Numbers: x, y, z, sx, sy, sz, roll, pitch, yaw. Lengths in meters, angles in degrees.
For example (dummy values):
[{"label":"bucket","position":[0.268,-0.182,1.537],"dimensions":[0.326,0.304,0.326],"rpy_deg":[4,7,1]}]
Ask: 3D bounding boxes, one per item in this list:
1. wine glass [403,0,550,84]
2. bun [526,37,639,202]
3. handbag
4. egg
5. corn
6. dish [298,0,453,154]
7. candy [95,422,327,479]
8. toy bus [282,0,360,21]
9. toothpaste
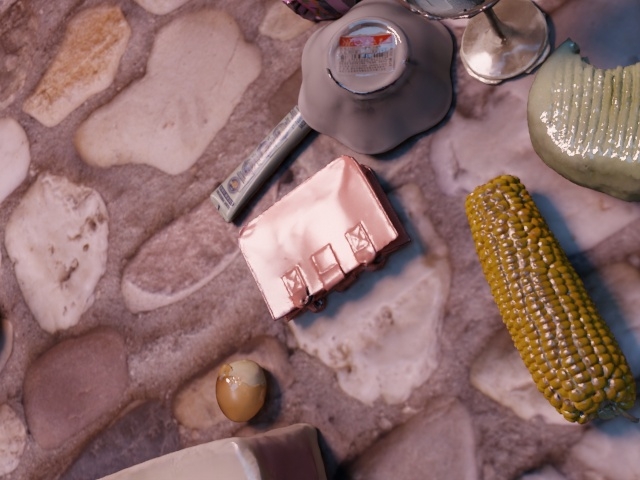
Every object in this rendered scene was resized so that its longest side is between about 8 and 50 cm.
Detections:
[{"label":"wine glass","position":[0.190,-0.277,0.776],"dimensions":[0.156,0.232,0.156],"rpy_deg":[-5,80,27]},{"label":"bun","position":[0.342,-0.144,0.734],"dimensions":[0.212,0.126,0.203],"rpy_deg":[30,95,35]},{"label":"handbag","position":[0.000,0.000,0.916],"dimensions":[0.212,0.059,0.157],"rpy_deg":[-36,66,18]},{"label":"egg","position":[-0.109,0.208,0.925],"dimensions":[0.071,0.071,0.083],"rpy_deg":[1,95,27]},{"label":"corn","position":[0.250,0.070,0.755],"dimensions":[0.101,0.101,0.310],"rpy_deg":[-31,70,18]},{"label":"dish","position":[0.067,-0.232,0.890],"dimensions":[0.229,0.081,0.229],"rpy_deg":[-3,80,14]},{"label":"candy","position":[-0.170,0.347,0.851],"dimensions":[0.359,0.208,0.145],"rpy_deg":[-23,72,20]},{"label":"toy bus","position":[0.013,-0.467,0.981],"dimensions":[0.112,0.090,0.274],"rpy_deg":[0,79,35]},{"label":"toothpaste","position":[-0.075,-0.127,0.988],"dimensions":[0.239,0.039,0.062],"rpy_deg":[-46,63,13]}]
